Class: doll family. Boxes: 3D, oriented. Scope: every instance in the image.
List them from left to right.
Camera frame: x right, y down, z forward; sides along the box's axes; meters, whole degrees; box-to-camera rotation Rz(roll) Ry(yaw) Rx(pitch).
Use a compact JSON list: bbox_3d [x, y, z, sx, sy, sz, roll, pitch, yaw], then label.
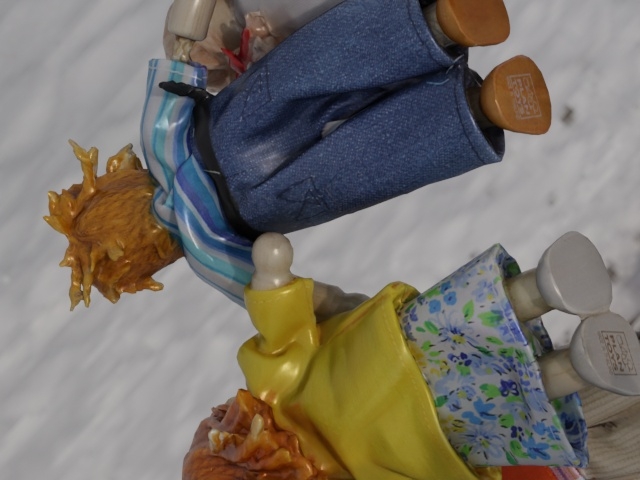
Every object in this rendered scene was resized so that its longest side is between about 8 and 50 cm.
[{"bbox_3d":[0.000,0.000,0.570,0.163,0.263,0.118,-26,174,33],"label":"doll family"}]
